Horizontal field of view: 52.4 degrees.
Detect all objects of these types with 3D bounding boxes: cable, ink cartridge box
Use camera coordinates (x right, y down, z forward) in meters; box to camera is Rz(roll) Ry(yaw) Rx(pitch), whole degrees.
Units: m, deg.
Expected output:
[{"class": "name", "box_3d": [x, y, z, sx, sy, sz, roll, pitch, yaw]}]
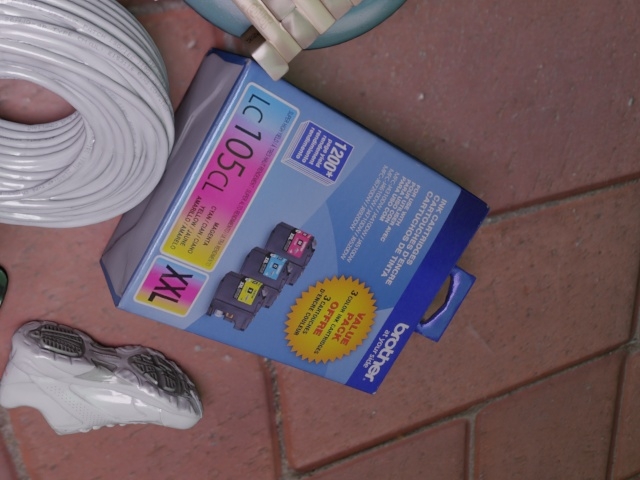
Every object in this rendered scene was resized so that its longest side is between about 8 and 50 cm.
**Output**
[{"class": "cable", "box_3d": [-0.256, -0.111, 0.552, 0.257, 0.089, 0.257, -1, 145, -14]}, {"class": "ink cartridge box", "box_3d": [0.000, 0.000, 0.739, 0.395, 0.151, 0.270, 24, 100, -32]}]

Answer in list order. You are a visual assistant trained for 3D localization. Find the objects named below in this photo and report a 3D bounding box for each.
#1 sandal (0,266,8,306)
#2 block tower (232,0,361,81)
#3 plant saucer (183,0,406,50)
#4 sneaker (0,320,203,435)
[{"class": "sandal", "box_3d": [-0.373, 0.106, 0.676, 0.067, 0.040, 0.179, 15, 105, -29]}, {"class": "block tower", "box_3d": [0.054, -0.275, 0.499, 0.335, 0.091, 0.097, -41, 116, 9]}, {"class": "plant saucer", "box_3d": [-0.009, -0.323, 0.557, 0.318, 0.043, 0.317, -8, 116, -18]}, {"class": "sneaker", "box_3d": [-0.250, 0.177, 0.746, 0.232, 0.090, 0.115, 26, 106, -22]}]
